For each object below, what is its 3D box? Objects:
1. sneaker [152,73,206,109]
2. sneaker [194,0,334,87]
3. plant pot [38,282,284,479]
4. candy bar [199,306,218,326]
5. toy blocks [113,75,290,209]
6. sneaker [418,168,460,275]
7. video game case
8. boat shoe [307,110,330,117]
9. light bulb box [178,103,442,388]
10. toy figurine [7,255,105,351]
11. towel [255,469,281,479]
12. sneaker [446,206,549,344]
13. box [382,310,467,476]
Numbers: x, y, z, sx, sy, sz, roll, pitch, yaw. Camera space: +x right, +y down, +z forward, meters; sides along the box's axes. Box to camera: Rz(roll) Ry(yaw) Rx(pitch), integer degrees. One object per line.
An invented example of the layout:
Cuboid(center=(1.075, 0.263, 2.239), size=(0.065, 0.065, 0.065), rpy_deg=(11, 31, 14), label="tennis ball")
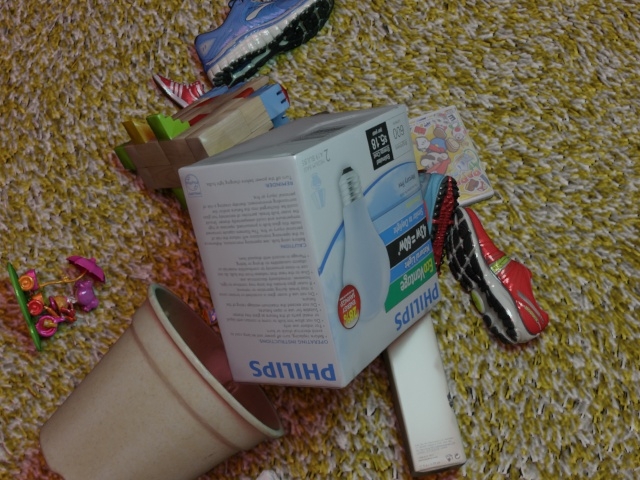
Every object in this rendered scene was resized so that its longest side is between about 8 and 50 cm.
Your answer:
Cuboid(center=(-0.281, -0.311, 1.872), size=(0.118, 0.042, 0.067), rpy_deg=(42, 81, 7), label="sneaker")
Cuboid(center=(-0.114, -0.454, 1.873), size=(0.330, 0.130, 0.147), rpy_deg=(-33, 75, -9), label="sneaker")
Cuboid(center=(-0.282, 0.295, 1.536), size=(0.305, 0.334, 0.334), rpy_deg=(-41, 74, -1), label="plant pot")
Cuboid(center=(-0.149, 0.115, 1.731), size=(0.161, 0.018, 0.040), rpy_deg=(-26, 72, -8), label="candy bar")
Cuboid(center=(-0.180, -0.207, 1.709), size=(0.261, 0.381, 0.191), rpy_deg=(-39, 114, -29), label="toy blocks")
Cuboid(center=(0.169, -0.003, 1.719), size=(0.125, 0.104, 0.262), rpy_deg=(20, 92, 37), label="sneaker")
Cuboid(center=(0.197, -0.142, 1.807), size=(0.227, 0.026, 0.206), rpy_deg=(-19, 71, -5), label="video game case")
Cuboid(center=(-0.078, -0.107, 1.764), size=(0.324, 0.122, 0.120), rpy_deg=(-42, 80, -4), label="boat shoe")
Cuboid(center=(0.000, 0.000, 1.498), size=(0.225, 0.358, 0.361), rpy_deg=(-2, 108, 34), label="light bulb box")
Cuboid(center=(-0.474, 0.099, 1.709), size=(0.159, 0.130, 0.173), rpy_deg=(-19, 93, -15), label="toy figurine")
Cuboid(center=(-0.085, 0.598, 1.488), size=(0.317, 0.053, 0.332), rpy_deg=(39, 88, 23), label="towel")
Cuboid(center=(0.327, 0.060, 1.710), size=(0.118, 0.107, 0.279), rpy_deg=(-17, 71, -25), label="sneaker")
Cuboid(center=(0.175, 0.268, 1.620), size=(0.094, 0.113, 0.275), rpy_deg=(-11, 72, -2), label="box")
